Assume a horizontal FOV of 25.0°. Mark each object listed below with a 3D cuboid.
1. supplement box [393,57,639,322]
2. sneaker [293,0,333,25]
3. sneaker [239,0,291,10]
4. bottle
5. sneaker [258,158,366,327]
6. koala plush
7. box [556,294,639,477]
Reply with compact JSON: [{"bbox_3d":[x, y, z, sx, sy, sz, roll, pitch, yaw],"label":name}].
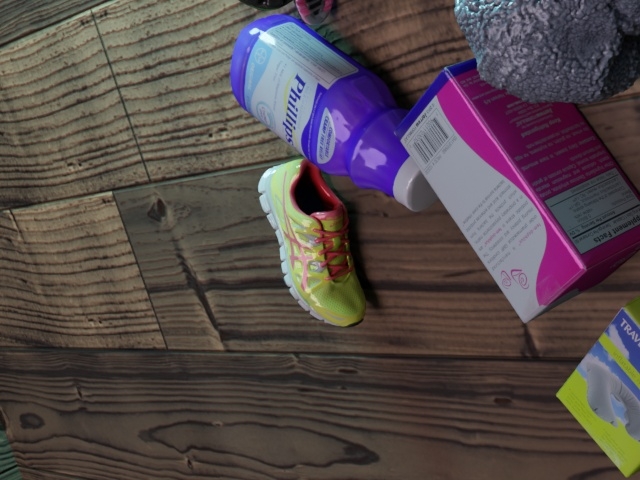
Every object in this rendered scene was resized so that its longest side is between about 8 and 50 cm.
[{"bbox_3d":[0.186,-0.055,1.312,0.220,0.114,0.111,58,145,14],"label":"supplement box"},{"bbox_3d":[-0.021,-0.286,1.529,0.057,0.047,0.119,-173,68,-69],"label":"sneaker"},{"bbox_3d":[-0.128,-0.378,1.435,0.343,0.134,0.146,65,172,-4],"label":"sneaker"},{"bbox_3d":[0.020,-0.130,1.514,0.283,0.092,0.118,40,138,33],"label":"bottle"},{"bbox_3d":[0.000,0.000,1.636,0.094,0.081,0.208,-33,82,54],"label":"sneaker"},{"bbox_3d":[0.198,-0.224,1.035,0.196,0.203,0.221,31,154,8],"label":"koala plush"},{"bbox_3d":[0.298,0.131,1.336,0.109,0.042,0.178,51,145,21],"label":"box"}]
